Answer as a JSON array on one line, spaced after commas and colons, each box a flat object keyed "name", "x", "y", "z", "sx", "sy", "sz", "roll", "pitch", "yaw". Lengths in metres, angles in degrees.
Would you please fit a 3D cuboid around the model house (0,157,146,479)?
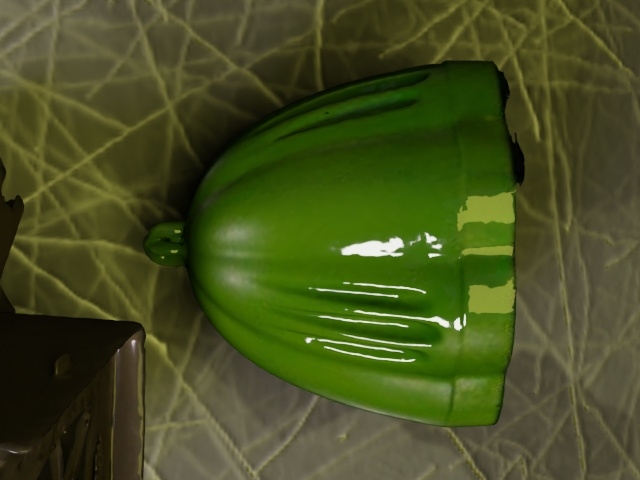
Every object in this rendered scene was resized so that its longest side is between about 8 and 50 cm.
[{"name": "model house", "x": -0.178, "y": 0.085, "z": 0.814, "sx": 0.204, "sy": 0.211, "sz": 0.243, "roll": 70, "pitch": 29, "yaw": -56}]

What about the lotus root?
[{"name": "lotus root", "x": 0.000, "y": 0.000, "z": 0.888, "sx": 0.186, "sy": 0.186, "sz": 0.186, "roll": -3, "pitch": 96, "yaw": -23}]
